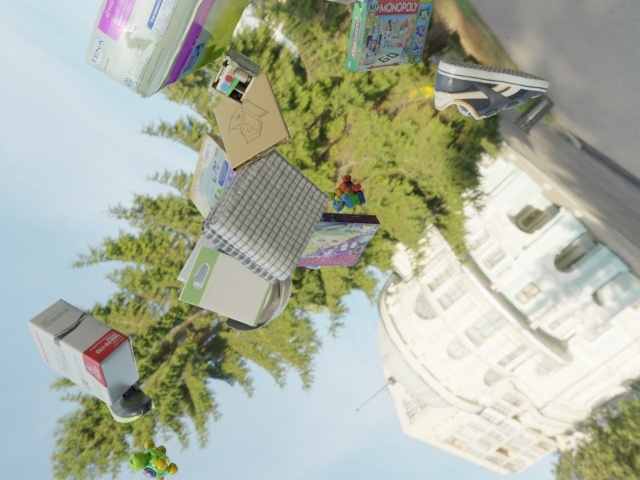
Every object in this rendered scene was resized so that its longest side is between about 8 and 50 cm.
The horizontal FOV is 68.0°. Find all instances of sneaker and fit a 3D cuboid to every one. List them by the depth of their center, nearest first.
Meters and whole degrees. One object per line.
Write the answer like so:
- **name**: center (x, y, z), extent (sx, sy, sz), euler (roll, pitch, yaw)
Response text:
- **sneaker**: center (0.442, -0.392, 1.253), extent (0.321, 0.127, 0.126), euler (1, -149, -15)
- **sneaker**: center (-0.618, 0.453, 1.457), extent (0.300, 0.121, 0.111), euler (15, -152, 37)

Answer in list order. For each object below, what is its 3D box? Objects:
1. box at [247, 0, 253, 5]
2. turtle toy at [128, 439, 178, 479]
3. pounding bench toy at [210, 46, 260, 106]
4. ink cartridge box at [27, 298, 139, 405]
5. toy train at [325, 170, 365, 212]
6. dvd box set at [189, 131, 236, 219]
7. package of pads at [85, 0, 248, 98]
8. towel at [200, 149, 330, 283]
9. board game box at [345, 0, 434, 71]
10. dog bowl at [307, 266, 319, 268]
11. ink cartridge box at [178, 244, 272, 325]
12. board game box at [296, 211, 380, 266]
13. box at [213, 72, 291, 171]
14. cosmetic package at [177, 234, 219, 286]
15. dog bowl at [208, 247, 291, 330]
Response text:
- **box**: center (-0.266, -0.741, 1.207), extent (0.295, 0.293, 0.073), euler (39, 156, -7)
- **turtle toy**: center (-0.424, 0.558, 1.192), extent (0.095, 0.066, 0.130), euler (31, 162, 41)
- **pounding bench toy**: center (-0.130, -0.236, 0.706), extent (0.052, 0.065, 0.083), euler (27, -151, -20)
- **ink cartridge box**: center (-0.671, 0.316, 1.352), extent (0.272, 0.197, 0.114), euler (22, -139, 17)
- **toy train**: center (0.083, -0.220, 2.104), extent (0.248, 0.143, 0.105), euler (51, 166, 47)
- **dvd box set**: center (-0.404, -0.217, 1.903), extent (0.062, 0.308, 0.420), euler (4, -153, -38)
- **package of pads**: center (-0.163, -0.335, 0.615), extent (0.101, 0.229, 0.296), euler (31, -151, -11)
- **towel**: center (-0.135, -0.066, 1.180), extent (0.235, 0.121, 0.284), euler (39, -124, -21)
- **board game box**: center (0.206, -0.614, 1.373), extent (0.317, 0.214, 0.046), euler (-25, -134, -39)
- **dog bowl**: center (-0.097, 0.011, 2.016), extent (0.265, 0.104, 0.265), euler (28, 166, 8)
- **ink cartridge box**: center (-0.267, 0.131, 1.377), extent (0.235, 0.171, 0.056), euler (22, 175, -14)
- **board game box**: center (0.000, 0.000, 1.486), extent (0.346, 0.208, 0.056), euler (0, -129, -32)
- **box**: center (-0.169, -0.284, 1.144), extent (0.021, 0.164, 0.201), euler (32, -146, -61)
- **cosmetic package**: center (-0.441, 0.111, 1.997), extent (0.224, 0.225, 0.138), euler (10, 157, 40)
- **dog bowl**: center (-0.257, 0.155, 1.753), extent (0.349, 0.349, 0.102), euler (52, -157, 22)
